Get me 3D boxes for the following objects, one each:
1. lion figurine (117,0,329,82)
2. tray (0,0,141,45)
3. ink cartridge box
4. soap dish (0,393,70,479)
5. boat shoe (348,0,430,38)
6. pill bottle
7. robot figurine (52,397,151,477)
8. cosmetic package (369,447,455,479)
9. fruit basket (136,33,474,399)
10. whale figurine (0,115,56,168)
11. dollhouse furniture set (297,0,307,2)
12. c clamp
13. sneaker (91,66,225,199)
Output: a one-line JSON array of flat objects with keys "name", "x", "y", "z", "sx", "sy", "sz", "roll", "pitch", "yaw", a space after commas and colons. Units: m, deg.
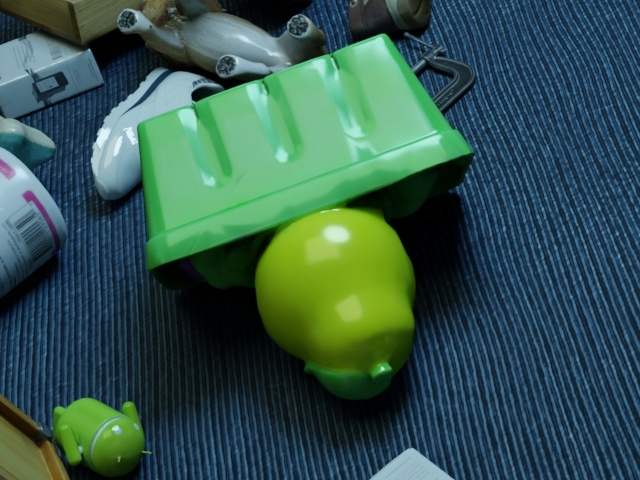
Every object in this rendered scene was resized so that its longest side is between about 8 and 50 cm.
[{"name": "lion figurine", "x": -0.106, "y": -0.257, "z": 2.095, "sx": 0.392, "sy": 0.240, "sz": 0.142, "roll": 33, "pitch": 94, "yaw": 26}, {"name": "tray", "x": -0.255, "y": -0.418, "z": 2.337, "sx": 0.411, "sy": 0.076, "sz": 0.202, "roll": -33, "pitch": 40, "yaw": -33}, {"name": "ink cartridge box", "x": -0.393, "y": -0.243, "z": 2.251, "sx": 0.150, "sy": 0.063, "sz": 0.109, "roll": -22, "pitch": 39, "yaw": -3}, {"name": "soap dish", "x": -0.348, "y": 0.215, "z": 1.536, "sx": 0.118, "sy": 0.291, "sz": 0.229, "roll": -40, "pitch": 41, "yaw": 2}, {"name": "boat shoe", "x": 0.076, "y": -0.419, "z": 2.217, "sx": 0.123, "sy": 0.123, "sz": 0.342, "roll": -18, "pitch": 55, "yaw": 24}, {"name": "pill bottle", "x": -0.456, "y": 0.027, "z": 1.895, "sx": 0.160, "sy": 0.160, "sz": 0.283, "roll": 26, "pitch": 56, "yaw": 40}, {"name": "robot figurine", "x": -0.232, "y": 0.207, "z": 1.676, "sx": 0.115, "sy": 0.067, "sz": 0.101, "roll": 21, "pitch": 23, "yaw": 38}, {"name": "cosmetic package", "x": 0.135, "y": 0.293, "z": 1.400, "sx": 0.085, "sy": 0.117, "sz": 0.231, "roll": -38, "pitch": 45, "yaw": -20}, {"name": "fruit basket", "x": 0.000, "y": 0.000, "z": 1.734, "sx": 0.392, "sy": 0.283, "sz": 0.392, "roll": 0, "pitch": 83, "yaw": 1}, {"name": "whale figurine", "x": -0.479, "y": -0.103, "z": 2.054, "sx": 0.272, "sy": 0.216, "sz": 0.141, "roll": 4, "pitch": 80, "yaw": 23}, {"name": "dollhouse furniture set", "x": -0.112, "y": -0.447, "z": 2.103, "sx": 0.152, "sy": 0.201, "sz": 0.374, "roll": 29, "pitch": 15, "yaw": 22}, {"name": "c clamp", "x": 0.123, "y": -0.199, "z": 2.040, "sx": 0.137, "sy": 0.022, "sz": 0.161, "roll": 21, "pitch": 52, "yaw": 31}, {"name": "sneaker", "x": -0.211, "y": -0.138, "z": 2.052, "sx": 0.094, "sy": 0.090, "sz": 0.235, "roll": 14, "pitch": 51, "yaw": 21}]
